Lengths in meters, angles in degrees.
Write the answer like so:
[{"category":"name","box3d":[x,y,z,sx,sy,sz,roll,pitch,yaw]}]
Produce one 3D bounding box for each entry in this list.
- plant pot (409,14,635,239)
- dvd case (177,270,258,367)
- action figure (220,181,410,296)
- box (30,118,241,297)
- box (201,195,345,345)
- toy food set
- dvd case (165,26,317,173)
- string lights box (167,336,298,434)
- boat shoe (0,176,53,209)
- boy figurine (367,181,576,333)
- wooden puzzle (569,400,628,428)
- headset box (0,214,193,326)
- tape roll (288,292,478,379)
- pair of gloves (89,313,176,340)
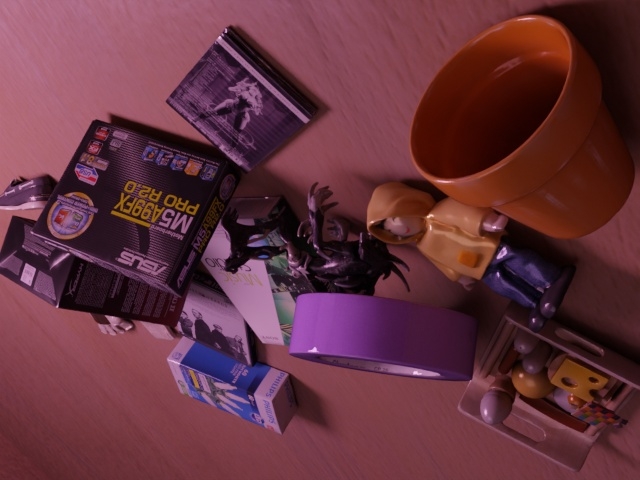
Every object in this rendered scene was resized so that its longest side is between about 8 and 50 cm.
[{"category":"plant pot","box3d":[0.232,-0.101,1.032,0.188,0.205,0.205,35,152,-33]},{"category":"dvd case","box3d":[-0.212,0.147,1.897,0.179,0.029,0.238,23,146,17]},{"category":"action figure","box3d":[0.000,0.000,1.386,0.276,0.141,0.164,7,151,12]},{"category":"box","box3d":[-0.288,-0.055,1.515,0.270,0.216,0.060,19,164,24]},{"category":"box","box3d":[-0.083,0.061,1.640,0.232,0.058,0.322,0,136,42]},{"category":"toy food set","box3d":[0.339,0.230,1.450,0.220,0.092,0.306,27,148,11]},{"category":"dvd case","box3d":[-0.117,-0.191,1.372,0.164,0.018,0.221,42,148,-10]},{"category":"string lights box","box3d":[-0.183,0.299,2.029,0.260,0.077,0.133,17,143,25]},{"category":"boat shoe","box3d":[-0.581,-0.092,1.905,0.206,0.075,0.065,0,92,49]},{"category":"boy figurine","box3d":[0.194,0.005,1.286,0.285,0.092,0.177,30,151,3]},{"category":"wooden puzzle","box3d":[0.393,0.249,1.382,0.083,0.006,0.049,27,145,-9]},{"category":"headset box","box3d":[-0.390,0.059,1.731,0.218,0.110,0.293,21,-177,42]},{"category":"tape roll","box3d":[0.094,0.147,1.444,0.275,0.090,0.275,8,168,2]},{"category":"pair of gloves","box3d":[-0.440,0.141,2.085,0.240,0.042,0.204,5,138,37]}]
